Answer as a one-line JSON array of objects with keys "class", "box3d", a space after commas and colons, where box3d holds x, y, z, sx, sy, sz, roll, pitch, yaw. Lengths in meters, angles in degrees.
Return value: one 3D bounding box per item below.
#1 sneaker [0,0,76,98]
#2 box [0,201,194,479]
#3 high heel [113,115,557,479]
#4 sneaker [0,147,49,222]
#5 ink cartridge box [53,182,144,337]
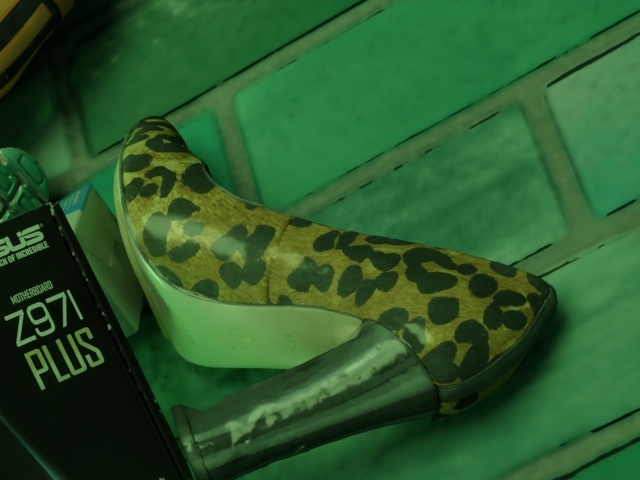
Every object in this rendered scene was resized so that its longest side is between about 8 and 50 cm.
[{"class": "sneaker", "box3d": [-0.249, -0.175, 1.217, 0.321, 0.124, 0.180, 29, 70, 40]}, {"class": "box", "box3d": [-0.172, 0.088, 0.885, 0.180, 0.077, 0.147, -23, 82, -25]}, {"class": "high heel", "box3d": [0.000, 0.000, 0.988, 0.186, 0.093, 0.261, -20, 44, -1]}, {"class": "sneaker", "box3d": [-0.223, 0.012, 1.127, 0.166, 0.065, 0.076, -49, 34, -5]}, {"class": "ink cartridge box", "box3d": [-0.181, 0.054, 1.031, 0.181, 0.061, 0.104, -32, 15, 9]}]
